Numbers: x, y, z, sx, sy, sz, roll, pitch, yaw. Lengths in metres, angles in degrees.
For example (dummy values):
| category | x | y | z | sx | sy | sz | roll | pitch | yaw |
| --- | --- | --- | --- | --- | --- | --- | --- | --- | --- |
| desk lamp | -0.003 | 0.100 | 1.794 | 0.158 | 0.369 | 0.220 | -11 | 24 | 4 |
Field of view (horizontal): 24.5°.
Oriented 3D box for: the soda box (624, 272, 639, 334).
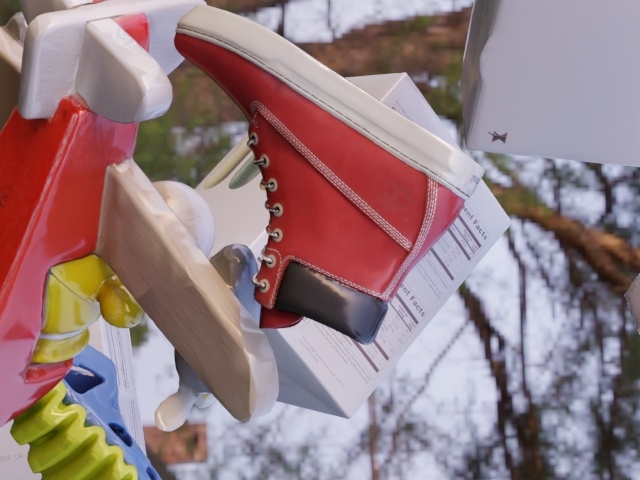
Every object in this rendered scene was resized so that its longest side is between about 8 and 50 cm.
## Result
| category | x | y | z | sx | sy | sz | roll | pitch | yaw |
| --- | --- | --- | --- | --- | --- | --- | --- | --- | --- |
| soda box | 0.287 | -0.020 | 0.941 | 0.216 | 0.074 | 0.069 | -58 | -172 | 19 |

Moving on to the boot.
| category | x | y | z | sx | sy | sz | roll | pitch | yaw |
| --- | --- | --- | --- | --- | --- | --- | --- | --- | --- |
| boot | -0.034 | -0.041 | 1.018 | 0.176 | 0.244 | 0.088 | -56 | 163 | 4 |

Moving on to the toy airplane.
| category | x | y | z | sx | sy | sz | roll | pitch | yaw |
| --- | --- | --- | --- | --- | --- | --- | --- | --- | --- |
| toy airplane | -0.183 | -0.037 | 1.186 | 0.384 | 0.272 | 0.386 | -10 | -100 | 39 |

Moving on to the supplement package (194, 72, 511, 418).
| category | x | y | z | sx | sy | sz | roll | pitch | yaw |
| --- | --- | --- | --- | --- | --- | --- | --- | --- | --- |
| supplement package | 0.000 | 0.000 | 1.425 | 0.198 | 0.262 | 0.199 | 52 | -24 | -24 |

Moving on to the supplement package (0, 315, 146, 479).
| category | x | y | z | sx | sy | sz | roll | pitch | yaw |
| --- | --- | --- | --- | --- | --- | --- | --- | --- | --- |
| supplement package | -0.357 | 0.202 | 1.755 | 0.145 | 0.262 | 0.204 | 58 | 23 | -77 |

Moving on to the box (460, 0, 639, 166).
| category | x | y | z | sx | sy | sz | roll | pitch | yaw |
| --- | --- | --- | --- | --- | --- | --- | --- | --- | --- |
| box | 0.217 | -0.168 | 1.204 | 0.119 | 0.182 | 0.181 | -87 | -176 | -52 |

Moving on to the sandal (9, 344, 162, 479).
| category | x | y | z | sx | sy | sz | roll | pitch | yaw |
| --- | --- | --- | --- | --- | --- | --- | --- | --- | --- |
| sandal | -0.229 | 0.158 | 1.405 | 0.317 | 0.126 | 0.138 | 57 | 37 | -12 |
